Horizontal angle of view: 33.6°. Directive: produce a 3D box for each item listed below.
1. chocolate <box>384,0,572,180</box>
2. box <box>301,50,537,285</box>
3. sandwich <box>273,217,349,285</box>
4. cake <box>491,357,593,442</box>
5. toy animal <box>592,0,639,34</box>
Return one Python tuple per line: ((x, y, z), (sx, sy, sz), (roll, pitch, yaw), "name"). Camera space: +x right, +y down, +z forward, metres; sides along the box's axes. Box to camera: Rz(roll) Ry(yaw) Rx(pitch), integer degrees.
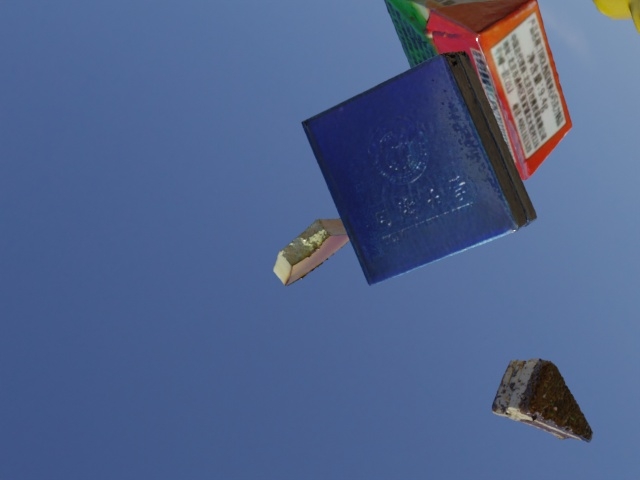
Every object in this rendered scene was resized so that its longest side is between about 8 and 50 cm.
((0.302, -0.338, 2.029), (0.341, 0.161, 0.360), (43, 166, 50), "chocolate")
((0.146, -0.106, 1.598), (0.116, 0.261, 0.279), (-24, -89, -61), "box")
((0.000, 0.000, 2.106), (0.193, 0.162, 0.058), (-36, -101, -19), "sandwich")
((0.488, 0.337, 2.244), (0.246, 0.112, 0.135), (25, -107, -36), "cake")
((0.392, -0.292, 1.192), (0.156, 0.156, 0.229), (-1, -132, -55), "toy animal")
